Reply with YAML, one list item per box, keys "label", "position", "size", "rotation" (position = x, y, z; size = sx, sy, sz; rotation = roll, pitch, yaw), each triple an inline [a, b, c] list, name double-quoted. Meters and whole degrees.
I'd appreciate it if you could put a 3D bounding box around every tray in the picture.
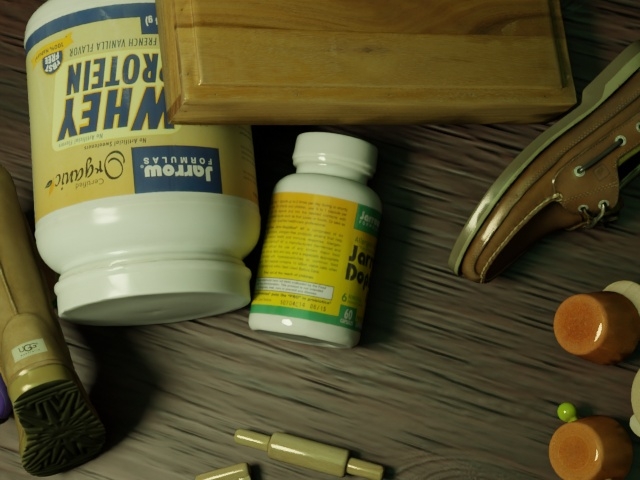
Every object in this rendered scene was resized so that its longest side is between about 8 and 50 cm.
- label: "tray"
  position: [0.047, -0.221, 1.231]
  size: [0.411, 0.076, 0.203]
  rotation: [-2, 77, -22]

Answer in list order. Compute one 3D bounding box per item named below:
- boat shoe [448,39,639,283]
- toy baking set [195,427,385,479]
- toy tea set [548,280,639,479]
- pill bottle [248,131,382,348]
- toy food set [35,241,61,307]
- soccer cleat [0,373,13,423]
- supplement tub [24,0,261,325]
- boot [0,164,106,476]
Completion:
- label: "boat shoe"
  position: [0.259, -0.062, 1.244]
  size: [0.104, 0.111, 0.307]
  rotation: [42, 90, 16]
- label: "toy baking set"
  position: [-0.012, 0.302, 1.274]
  size: [0.256, 0.030, 0.197]
  rotation: [8, 84, 13]
- label: "toy tea set"
  position: [0.320, 0.205, 1.202]
  size: [0.200, 0.124, 0.336]
  rotation: [-4, 81, 41]
- label: "pill bottle"
  position: [0.000, 0.000, 1.280]
  size: [0.117, 0.117, 0.208]
  rotation: [8, 81, 13]
- label: "toy food set"
  position: [-0.322, 0.042, 1.386]
  size: [0.082, 0.020, 0.083]
  rotation: [-26, 75, 5]
- label: "soccer cleat"
  position: [-0.406, 0.052, 1.359]
  size: [0.116, 0.108, 0.318]
  rotation: [-36, 72, 2]
- label: "supplement tub"
  position: [-0.180, -0.082, 1.275]
  size: [0.228, 0.228, 0.316]
  rotation: [-8, 78, 10]
- label: "boot"
  position: [-0.308, 0.085, 1.305]
  size: [0.089, 0.236, 0.269]
  rotation: [-15, 58, -18]
